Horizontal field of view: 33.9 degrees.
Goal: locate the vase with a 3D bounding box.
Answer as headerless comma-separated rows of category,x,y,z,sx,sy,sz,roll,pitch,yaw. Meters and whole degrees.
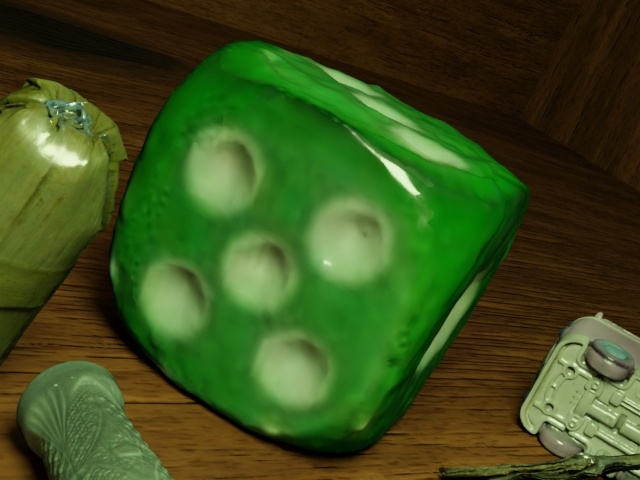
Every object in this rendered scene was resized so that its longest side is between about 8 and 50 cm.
vase,-0.131,0.162,0.668,0.096,0.096,0.219,12,19,-36

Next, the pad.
pad,0.244,0.211,0.983,0.233,0.022,0.174,8,-19,-44

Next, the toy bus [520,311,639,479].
toy bus,0.335,0.184,1.156,0.202,0.142,0.142,31,24,14

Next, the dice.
dice,0.000,0.000,0.980,0.300,0.287,0.297,30,19,14

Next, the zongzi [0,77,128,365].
zongzi,-0.242,-0.025,0.796,0.125,0.251,0.274,36,12,-17
